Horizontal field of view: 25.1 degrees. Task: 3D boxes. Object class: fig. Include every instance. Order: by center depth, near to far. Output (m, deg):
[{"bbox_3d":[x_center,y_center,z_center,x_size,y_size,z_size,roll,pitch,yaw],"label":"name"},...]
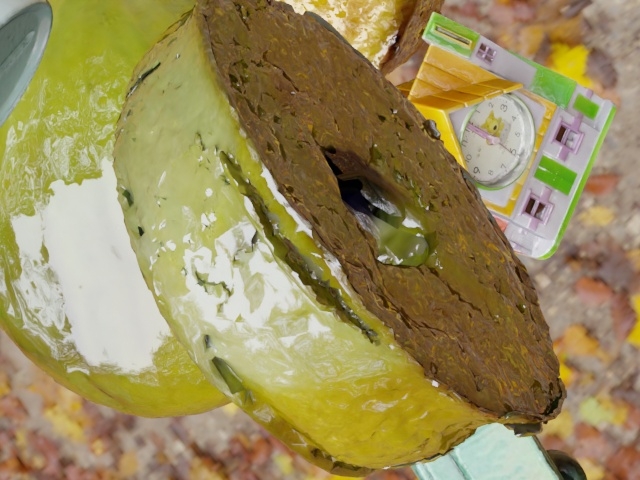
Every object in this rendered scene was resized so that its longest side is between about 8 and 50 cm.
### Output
[{"bbox_3d":[-0.114,-0.049,1.096,0.343,0.343,0.343,18,123,30],"label":"fig"}]

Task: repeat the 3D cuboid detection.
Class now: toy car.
[{"bbox_3d":[0.096,0.115,0.961,0.097,0.141,0.320,-32,103,3],"label":"toy car"}]

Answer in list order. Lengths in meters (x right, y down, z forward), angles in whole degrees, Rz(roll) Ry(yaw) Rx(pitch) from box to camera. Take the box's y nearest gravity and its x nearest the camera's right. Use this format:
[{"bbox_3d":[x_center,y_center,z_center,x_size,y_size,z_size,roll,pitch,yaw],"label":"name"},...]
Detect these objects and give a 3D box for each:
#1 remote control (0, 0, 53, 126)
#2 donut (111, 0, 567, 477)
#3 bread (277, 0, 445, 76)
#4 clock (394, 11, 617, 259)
[{"bbox_3d":[-0.193,-0.012,0.566,0.052,0.247,0.104,35,158,1],"label":"remote control"},{"bbox_3d":[0.000,0.000,0.703,0.107,0.272,0.272,-35,90,19],"label":"donut"},{"bbox_3d":[0.015,-0.370,1.897,0.337,0.204,0.358,16,117,-4],"label":"bread"},{"bbox_3d":[0.204,-0.136,1.857,0.166,0.309,0.235,21,88,55],"label":"clock"}]
